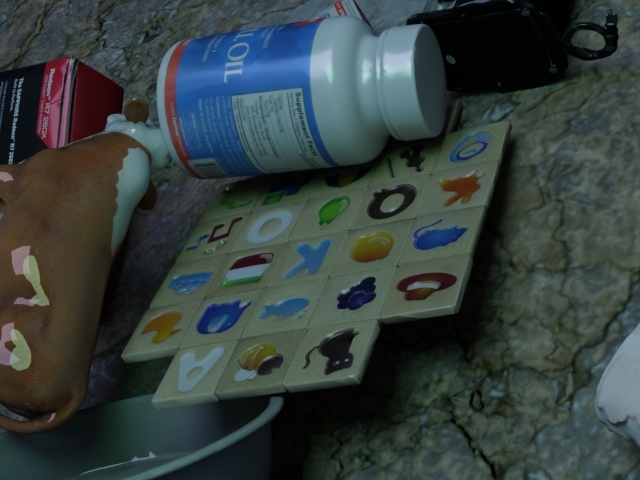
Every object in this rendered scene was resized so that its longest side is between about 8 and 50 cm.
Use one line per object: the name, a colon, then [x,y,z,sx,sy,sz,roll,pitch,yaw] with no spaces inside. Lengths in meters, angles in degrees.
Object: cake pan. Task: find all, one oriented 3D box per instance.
cake pan: [-0.162,0.165,0.819,0.293,0.054,0.293,-13,4,1]

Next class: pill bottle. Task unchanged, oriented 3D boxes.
pill bottle: [-0.013,-0.120,0.998,0.222,0.124,0.124,-5,50,22]

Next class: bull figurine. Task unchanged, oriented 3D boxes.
bull figurine: [-0.232,0.005,0.963,0.188,0.101,0.310,2,56,9]

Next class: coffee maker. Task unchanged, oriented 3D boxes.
coffee maker: [0.176,-0.222,1.022,0.171,0.120,0.178,11,58,13]

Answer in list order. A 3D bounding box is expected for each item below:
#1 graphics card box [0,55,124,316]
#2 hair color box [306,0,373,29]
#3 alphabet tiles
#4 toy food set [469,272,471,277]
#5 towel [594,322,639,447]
graphics card box: [-0.368,-0.032,1.175,0.371,0.094,0.232,-7,73,27]
hair color box: [-0.021,-0.149,1.129,0.167,0.053,0.093,-32,42,10]
alphabet tiles: [0.000,0.000,0.948,0.285,0.011,0.342,-11,34,28]
toy food set: [0.078,0.025,0.919,0.082,0.020,0.083,-36,40,3]
towel: [0.329,0.010,0.599,0.317,0.053,0.332,-52,25,-9]
